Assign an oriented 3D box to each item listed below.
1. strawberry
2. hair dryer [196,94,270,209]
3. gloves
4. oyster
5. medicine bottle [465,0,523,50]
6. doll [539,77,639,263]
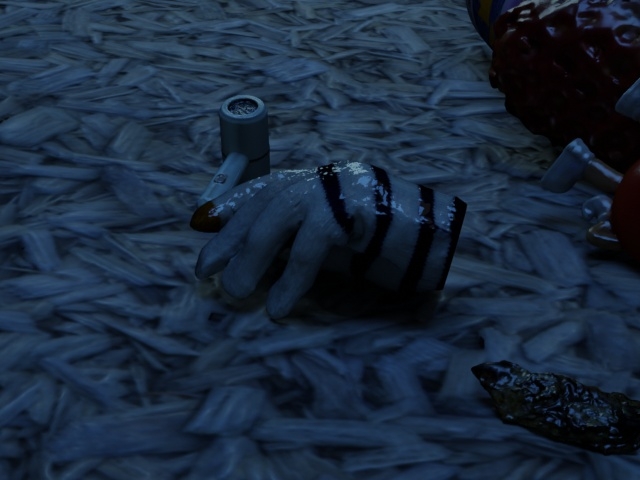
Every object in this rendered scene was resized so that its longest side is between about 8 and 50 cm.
[{"bbox_3d":[0.336,-0.187,1.516,0.336,0.149,0.265,9,67,10],"label":"strawberry"},{"bbox_3d":[-0.087,-0.069,1.443,0.047,0.082,0.137,10,41,15],"label":"hair dryer"},{"bbox_3d":[0.002,-0.012,1.258,0.218,0.131,0.140,16,23,6],"label":"gloves"},{"bbox_3d":[0.175,0.118,1.098,0.132,0.029,0.086,5,24,0],"label":"oyster"},{"bbox_3d":[0.283,-0.260,1.780,0.178,0.178,0.291,0,24,-8],"label":"medicine bottle"},{"bbox_3d":[0.320,-0.048,1.370,0.183,0.085,0.217,-43,49,-1],"label":"doll"}]
